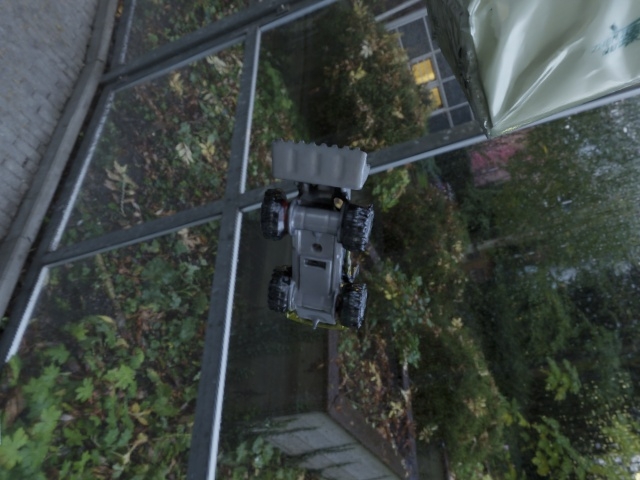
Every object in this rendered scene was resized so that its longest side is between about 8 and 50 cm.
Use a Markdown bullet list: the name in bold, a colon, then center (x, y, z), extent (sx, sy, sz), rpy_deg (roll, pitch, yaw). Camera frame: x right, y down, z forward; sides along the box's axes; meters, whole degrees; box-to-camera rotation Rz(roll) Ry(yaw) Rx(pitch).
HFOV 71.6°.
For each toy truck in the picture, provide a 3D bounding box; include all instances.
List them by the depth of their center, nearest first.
- **toy truck**: center (0.000, 0.000, 0.564), extent (0.111, 0.136, 0.286), rpy_deg (-67, 163, -54)

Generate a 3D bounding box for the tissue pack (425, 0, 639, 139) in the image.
- **tissue pack**: center (0.308, -0.313, 0.475), extent (0.207, 0.380, 0.297), rpy_deg (53, 23, -43)
